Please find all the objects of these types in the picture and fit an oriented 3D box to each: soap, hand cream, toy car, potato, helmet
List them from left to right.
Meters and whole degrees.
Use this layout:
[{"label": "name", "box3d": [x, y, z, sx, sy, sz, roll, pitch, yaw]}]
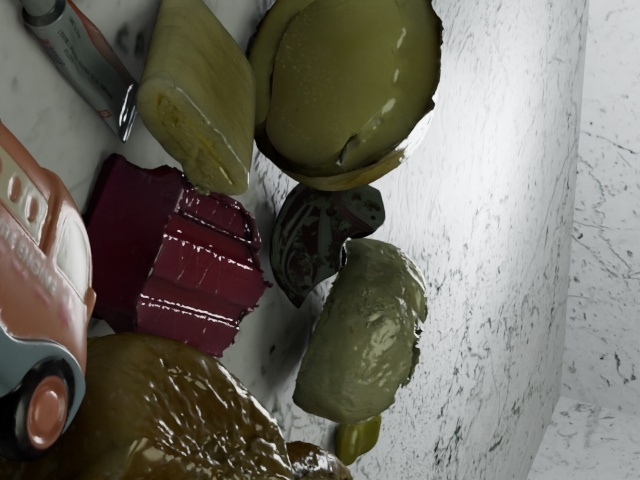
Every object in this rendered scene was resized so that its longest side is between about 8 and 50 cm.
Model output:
[{"label": "toy car", "box3d": [-0.254, 0.011, 0.688, 0.270, 0.181, 0.212, 68, 32, -52]}, {"label": "hand cream", "box3d": [-0.199, -0.158, 0.890, 0.052, 0.038, 0.216, -46, 156, -8]}, {"label": "soap", "box3d": [-0.136, 0.028, 1.043, 0.250, 0.099, 0.162, 31, 74, -65]}, {"label": "helmet", "box3d": [-0.007, -0.015, 1.293, 0.177, 0.107, 0.153, -47, -172, 1]}, {"label": "potato", "box3d": [0.038, -0.175, 1.204, 0.242, 0.243, 0.285, 45, 45, -63]}, {"label": "soap", "box3d": [0.060, 0.316, 1.711, 0.140, 0.045, 0.088, -11, 115, -66]}]

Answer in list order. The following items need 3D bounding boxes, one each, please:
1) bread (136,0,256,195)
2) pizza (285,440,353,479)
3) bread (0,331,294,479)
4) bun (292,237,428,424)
[{"label": "bread", "box3d": [-0.111, -0.137, 0.962, 0.139, 0.060, 0.178, 52, 23, -31]}, {"label": "pizza", "box3d": [-0.126, 0.429, 1.276, 0.406, 0.130, 0.440, -63, 156, 4]}, {"label": "bread", "box3d": [-0.157, 0.188, 0.931, 0.246, 0.195, 0.176, 31, 31, -41]}, {"label": "bun", "box3d": [0.063, 0.126, 1.406, 0.259, 0.152, 0.259, 22, 90, -89]}]
